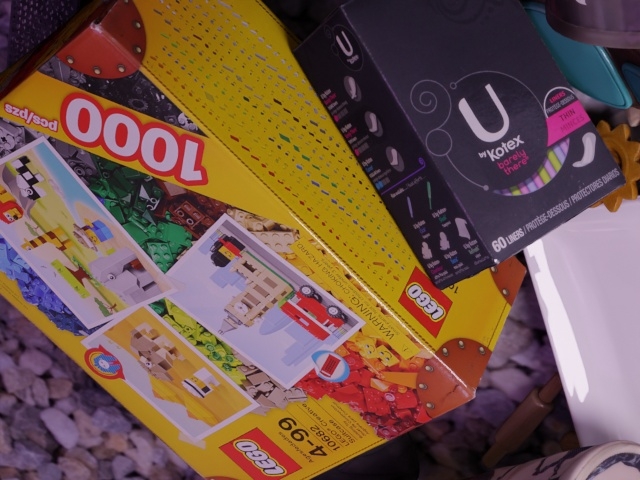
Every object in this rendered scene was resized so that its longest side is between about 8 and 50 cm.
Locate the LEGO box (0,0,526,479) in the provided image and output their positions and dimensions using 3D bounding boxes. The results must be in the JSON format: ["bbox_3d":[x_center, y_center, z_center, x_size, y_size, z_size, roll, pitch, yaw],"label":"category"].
[{"bbox_3d":[-0.109,-0.007,1.865,0.500,0.193,0.372,44,134,-15],"label":"LEGO box"}]

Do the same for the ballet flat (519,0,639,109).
[{"bbox_3d":[0.294,-0.172,1.637,0.116,0.124,0.342,58,172,-27],"label":"ballet flat"}]

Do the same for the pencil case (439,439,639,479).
[{"bbox_3d":[0.183,0.310,1.915,0.410,0.183,0.160,-20,67,48],"label":"pencil case"}]

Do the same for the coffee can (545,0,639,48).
[{"bbox_3d":[0.272,-0.320,1.536,0.201,0.201,0.275,7,120,30],"label":"coffee can"}]

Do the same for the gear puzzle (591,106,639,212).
[{"bbox_3d":[0.362,-0.103,1.685,0.339,0.044,0.175,-28,70,41],"label":"gear puzzle"}]

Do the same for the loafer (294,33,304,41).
[{"bbox_3d":[0.019,-0.135,1.892,0.223,0.076,0.078,37,140,14],"label":"loafer"}]

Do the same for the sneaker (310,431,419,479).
[{"bbox_3d":[-0.015,0.246,2.133,0.286,0.109,0.130,-4,123,38],"label":"sneaker"}]

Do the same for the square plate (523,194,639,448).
[{"bbox_3d":[0.374,0.110,1.788,0.344,0.049,0.347,-9,103,43],"label":"square plate"}]

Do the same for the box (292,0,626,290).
[{"bbox_3d":[0.126,-0.116,1.730,0.270,0.165,0.143,58,157,0],"label":"box"}]

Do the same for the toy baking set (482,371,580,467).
[{"bbox_3d":[0.288,0.226,1.974,0.197,0.030,0.256,35,130,7],"label":"toy baking set"}]

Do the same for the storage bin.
[{"bbox_3d":[-0.255,-0.246,1.971,0.084,0.122,0.180,26,129,18],"label":"storage bin"}]
